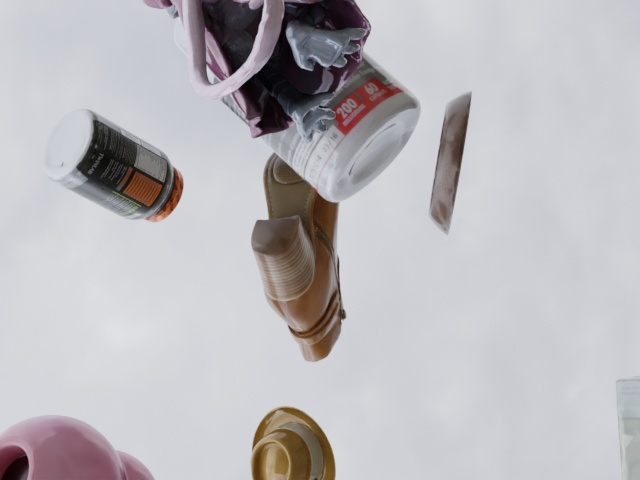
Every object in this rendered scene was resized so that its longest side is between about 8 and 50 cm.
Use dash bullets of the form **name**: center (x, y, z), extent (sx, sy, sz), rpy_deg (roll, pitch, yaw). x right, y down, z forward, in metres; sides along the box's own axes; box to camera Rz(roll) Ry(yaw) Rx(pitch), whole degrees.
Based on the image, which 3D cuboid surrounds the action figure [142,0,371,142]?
- **action figure**: center (-0.121, -0.263, 1.165), extent (0.370, 0.248, 0.275), rpy_deg (53, -148, 15)

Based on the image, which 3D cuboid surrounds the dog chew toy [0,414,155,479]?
- **dog chew toy**: center (-0.310, 0.363, 1.597), extent (0.332, 0.206, 0.207), rpy_deg (39, -118, -49)

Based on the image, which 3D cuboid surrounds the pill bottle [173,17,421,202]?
- **pill bottle**: center (-0.032, -0.194, 1.411), extent (0.161, 0.283, 0.161), rpy_deg (-42, -16, -15)

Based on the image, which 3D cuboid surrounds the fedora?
- **fedora**: center (-0.064, 0.380, 2.008), extent (0.079, 0.194, 0.194), rpy_deg (-12, -79, -51)

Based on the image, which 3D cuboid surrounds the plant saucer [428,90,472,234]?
- **plant saucer**: center (0.147, -0.091, 1.365), extent (0.168, 0.029, 0.168), rpy_deg (10, -90, -86)

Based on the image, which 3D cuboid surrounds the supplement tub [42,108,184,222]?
- **supplement tub**: center (-0.296, -0.102, 1.721), extent (0.190, 0.117, 0.117), rpy_deg (31, -113, -44)

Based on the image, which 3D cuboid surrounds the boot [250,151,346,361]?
- **boot**: center (0.000, 0.000, 1.579), extent (0.283, 0.109, 0.220), rpy_deg (-76, -25, -42)

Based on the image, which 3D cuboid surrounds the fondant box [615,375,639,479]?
- **fondant box**: center (0.445, 0.304, 1.239), extent (0.096, 0.238, 0.330), rpy_deg (2, -97, -45)
